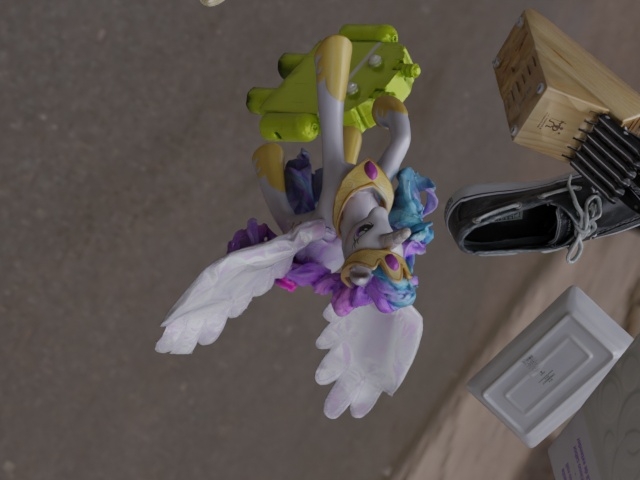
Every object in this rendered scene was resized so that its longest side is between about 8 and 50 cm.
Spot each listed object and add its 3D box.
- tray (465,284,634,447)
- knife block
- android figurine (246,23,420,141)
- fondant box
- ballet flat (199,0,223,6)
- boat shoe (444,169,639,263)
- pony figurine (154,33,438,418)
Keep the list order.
[{"bbox_3d":[0.343,0.198,2.226,0.270,0.145,0.030,-49,175,35],"label":"tray"},{"bbox_3d":[0.351,-0.152,1.840,0.088,0.242,0.276,-59,-159,32],"label":"knife block"},{"bbox_3d":[0.022,-0.223,2.126,0.248,0.273,0.056,-49,127,-28],"label":"android figurine"},{"bbox_3d":[0.395,0.259,1.715,0.330,0.096,0.238,115,-26,-46],"label":"fondant box"},{"bbox_3d":[-0.075,-0.293,1.541,0.173,0.057,0.049,-57,146,-37],"label":"ballet flat"},{"bbox_3d":[0.322,-0.034,1.963,0.105,0.306,0.113,-106,-165,-59],"label":"boat shoe"},{"bbox_3d":[0.000,0.000,1.700,0.351,0.303,0.363,-55,-151,38],"label":"pony figurine"}]
